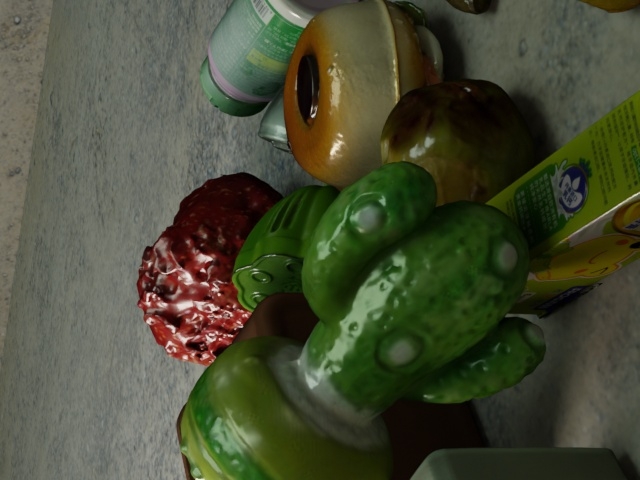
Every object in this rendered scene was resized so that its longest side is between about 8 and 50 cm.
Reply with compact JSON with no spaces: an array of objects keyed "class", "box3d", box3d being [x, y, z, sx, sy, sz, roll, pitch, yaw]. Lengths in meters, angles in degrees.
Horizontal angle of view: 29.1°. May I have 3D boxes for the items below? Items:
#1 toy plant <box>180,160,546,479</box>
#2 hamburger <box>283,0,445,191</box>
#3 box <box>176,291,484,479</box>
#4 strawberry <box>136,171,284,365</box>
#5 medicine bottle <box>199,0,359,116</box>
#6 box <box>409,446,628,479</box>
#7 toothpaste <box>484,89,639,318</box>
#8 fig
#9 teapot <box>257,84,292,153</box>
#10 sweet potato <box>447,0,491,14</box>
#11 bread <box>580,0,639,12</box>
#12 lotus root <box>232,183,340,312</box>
[{"class":"toy plant","box3d":[0.045,0.095,1.012,0.316,0.224,0.184,-49,18,20]},{"class":"hamburger","box3d":[0.045,-0.157,1.360,0.237,0.147,0.237,-178,90,-69]},{"class":"box","box3d":[0.021,0.245,1.281,0.229,0.239,0.339,-58,39,41]},{"class":"strawberry","box3d":[-0.109,0.048,1.600,0.220,0.274,0.274,24,115,22]},{"class":"medicine bottle","box3d":[-0.064,-0.268,1.604,0.274,0.133,0.133,-41,52,55]},{"class":"box","box3d":[0.167,0.251,1.008,0.129,0.210,0.148,-108,32,-41]},{"class":"toothpaste","box3d":[0.222,-0.021,1.027,0.327,0.110,0.077,139,130,-56]},{"class":"fig","box3d":[0.134,-0.071,1.182,0.154,0.144,0.166,-54,-52,-79]},{"class":"teapot","box3d":[-0.005,-0.155,1.544,0.111,0.149,0.108,20,91,24]},{"class":"sweet potato","box3d":[0.123,-0.349,1.304,0.075,0.075,0.273,-43,53,55]},{"class":"bread","box3d":[0.215,-0.291,1.088,0.102,0.094,0.245,-62,36,26]},{"class":"lotus root","box3d":[0.000,0.000,1.449,0.186,0.186,0.186,-9,80,63]}]
